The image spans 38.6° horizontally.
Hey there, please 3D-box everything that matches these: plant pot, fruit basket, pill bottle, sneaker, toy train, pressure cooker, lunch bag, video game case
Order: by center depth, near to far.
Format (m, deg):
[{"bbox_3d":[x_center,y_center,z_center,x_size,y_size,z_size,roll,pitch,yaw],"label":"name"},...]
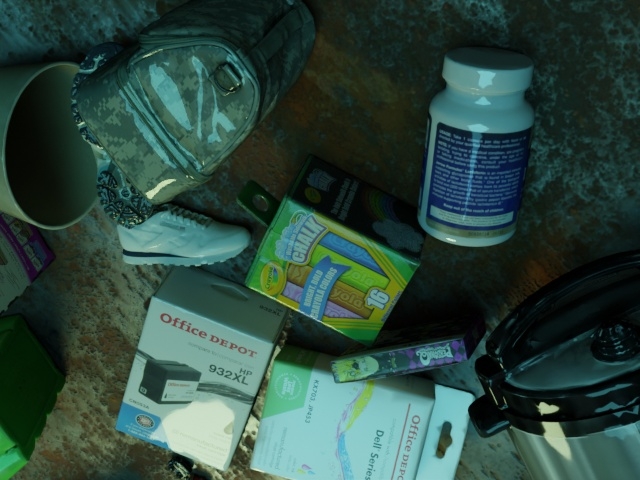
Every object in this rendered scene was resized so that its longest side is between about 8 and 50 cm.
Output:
[{"bbox_3d":[-0.151,-0.230,1.282,0.256,0.305,0.212,-24,109,27],"label":"lunch bag"},{"bbox_3d":[0.227,-0.137,1.326,0.153,0.153,0.265,8,118,8],"label":"pill bottle"},{"bbox_3d":[0.450,0.222,1.328,0.375,0.370,0.420,-10,114,48],"label":"pressure cooker"},{"bbox_3d":[-0.511,-0.167,1.441,0.274,0.256,0.256,12,119,23],"label":"plant pot"},{"bbox_3d":[-0.318,-0.173,1.442,0.110,0.122,0.283,-2,110,2],"label":"sneaker"},{"bbox_3d":[0.147,0.169,1.457,0.210,0.232,0.042,-12,91,18],"label":"video game case"},{"bbox_3d":[-0.231,-0.014,1.530,0.235,0.090,0.095,-2,106,12],"label":"sneaker"},{"bbox_3d":[-0.673,0.347,1.642,0.392,0.392,0.283,-22,110,21],"label":"fruit basket"},{"bbox_3d":[-0.241,0.488,1.814,0.036,0.027,0.158,-38,103,14],"label":"toy train"}]

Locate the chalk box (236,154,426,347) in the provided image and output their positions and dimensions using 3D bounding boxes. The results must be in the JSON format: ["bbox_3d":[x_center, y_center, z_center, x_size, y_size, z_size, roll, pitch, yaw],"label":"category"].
[{"bbox_3d":[0.000,0.000,1.432,0.289,0.180,0.179,26,118,0],"label":"chalk box"}]

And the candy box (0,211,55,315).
[{"bbox_3d":[-0.561,0.029,1.533,0.071,0.233,0.159,-20,110,20],"label":"candy box"}]

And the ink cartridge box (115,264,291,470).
[{"bbox_3d":[-0.211,0.226,1.616,0.223,0.129,0.307,22,119,1],"label":"ink cartridge box"}]

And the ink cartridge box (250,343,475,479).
[{"bbox_3d":[0.077,0.327,1.579,0.353,0.119,0.207,13,97,5],"label":"ink cartridge box"}]
